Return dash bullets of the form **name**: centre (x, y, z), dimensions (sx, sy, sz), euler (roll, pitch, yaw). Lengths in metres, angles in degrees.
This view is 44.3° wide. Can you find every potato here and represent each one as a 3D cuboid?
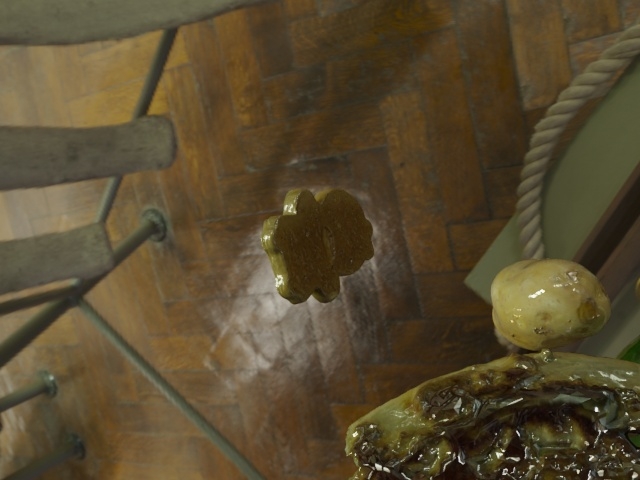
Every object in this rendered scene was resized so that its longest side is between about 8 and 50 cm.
- **potato**: centre (0.277, 0.079, 0.971), dimensions (0.118, 0.109, 0.178), euler (63, 155, 0)

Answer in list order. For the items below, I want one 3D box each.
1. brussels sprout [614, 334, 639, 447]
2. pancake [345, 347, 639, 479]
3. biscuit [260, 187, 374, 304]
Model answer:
- **brussels sprout**: centre (0.421, 0.227, 0.847), dimensions (0.281, 0.289, 0.355), euler (11, 151, -8)
- **pancake**: centre (0.165, 0.175, 0.459), dimensions (0.266, 0.057, 0.244), euler (-18, 61, -1)
- **biscuit**: centre (0.000, 0.000, 1.102), dimensions (0.036, 0.225, 0.166), euler (-10, 104, 39)
